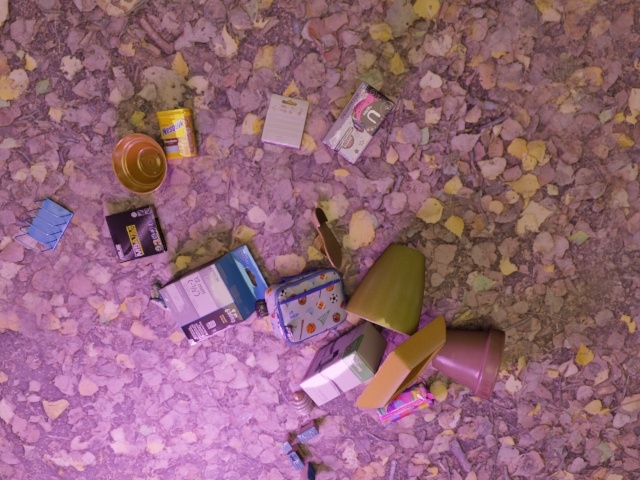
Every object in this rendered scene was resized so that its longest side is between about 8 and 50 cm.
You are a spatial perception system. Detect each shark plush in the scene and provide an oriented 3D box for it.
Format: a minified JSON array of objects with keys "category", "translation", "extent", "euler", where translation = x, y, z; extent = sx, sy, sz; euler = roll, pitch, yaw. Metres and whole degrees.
[{"category":"shark plush","translation":[-0.593,0.237,1.938],"extent":[0.161,0.073,0.067],"euler":[33,69,0]}]

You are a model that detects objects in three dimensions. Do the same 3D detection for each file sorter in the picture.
[{"category":"file sorter","translation":[-1.039,-0.056,1.868],"extent":[0.118,0.104,0.170],"euler":[33,100,-4]}]

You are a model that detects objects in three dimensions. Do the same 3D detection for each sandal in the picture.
[{"category":"sandal","translation":[0.004,-0.001,1.881],"extent":[0.079,0.088,0.239],"euler":[-19,93,36]}]

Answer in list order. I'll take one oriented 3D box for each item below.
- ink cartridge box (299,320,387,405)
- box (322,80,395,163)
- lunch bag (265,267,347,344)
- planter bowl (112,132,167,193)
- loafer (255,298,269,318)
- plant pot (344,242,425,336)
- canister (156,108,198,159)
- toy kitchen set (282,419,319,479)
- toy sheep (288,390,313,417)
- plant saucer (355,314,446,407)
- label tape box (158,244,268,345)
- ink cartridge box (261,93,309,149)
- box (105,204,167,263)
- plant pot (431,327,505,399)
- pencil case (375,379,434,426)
[{"category":"ink cartridge box","translation":[0.085,0.453,1.836],"extent":[0.289,0.211,0.121],"euler":[-38,97,28]},{"category":"box","translation":[0.133,-0.406,1.746],"extent":[0.142,0.163,0.247],"euler":[34,100,-3]},{"category":"lunch bag","translation":[-0.053,0.231,1.826],"extent":[0.304,0.115,0.242],"euler":[-18,104,-31]},{"category":"planter bowl","translation":[-0.637,-0.282,1.817],"extent":[0.218,0.090,0.216],"euler":[3,103,13]},{"category":"loafer","translation":[-0.139,0.257,1.888],"extent":[0.224,0.076,0.078],"euler":[0,81,-24]},{"category":"plant pot","translation":[0.266,0.168,1.816],"extent":[0.275,0.275,0.293],"euler":[22,85,-2]},{"category":"canister","translation":[-0.518,-0.386,1.813],"extent":[0.126,0.073,0.169],"euler":[-7,101,3]},{"category":"toy kitchen set","translation":[-0.041,0.863,1.999],"extent":[0.166,0.122,0.207],"euler":[-32,98,7]},{"category":"toy sheep","translation":[-0.072,0.654,1.984],"extent":[0.091,0.091,0.132],"euler":[-25,112,6]},{"category":"plant saucer","translation":[0.306,0.448,1.767],"extent":[0.081,0.333,0.332],"euler":[44,131,24]},{"category":"label tape box","translation":[-0.385,0.205,1.875],"extent":[0.348,0.115,0.249],"euler":[-25,100,7]},{"category":"ink cartridge box","translation":[-0.128,-0.432,1.821],"extent":[0.146,0.045,0.179],"euler":[12,82,0]},{"category":"box","translation":[-0.699,-0.025,1.896],"extent":[0.184,0.045,0.190],"euler":[-13,99,1]},{"category":"plant pot","translation":[0.544,0.436,1.864],"extent":[0.230,0.263,0.262],"euler":[13,101,16]},{"category":"pencil case","translation":[0.332,0.645,1.964],"extent":[0.237,0.104,0.104],"euler":[-29,98,7]}]
